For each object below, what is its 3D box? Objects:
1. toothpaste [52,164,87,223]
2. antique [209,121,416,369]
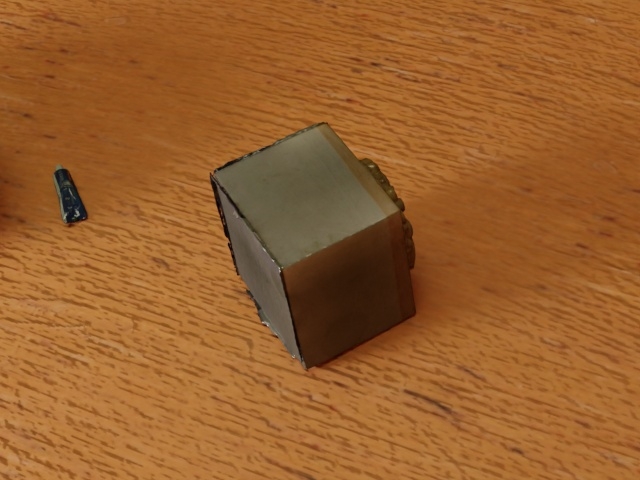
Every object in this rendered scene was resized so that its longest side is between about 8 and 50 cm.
[{"bbox_3d":[-0.263,-0.049,1.575,0.027,0.019,0.083,-10,48,-18],"label":"toothpaste"},{"bbox_3d":[0.000,0.000,1.374,0.148,0.146,0.152,-26,48,-12],"label":"antique"}]
